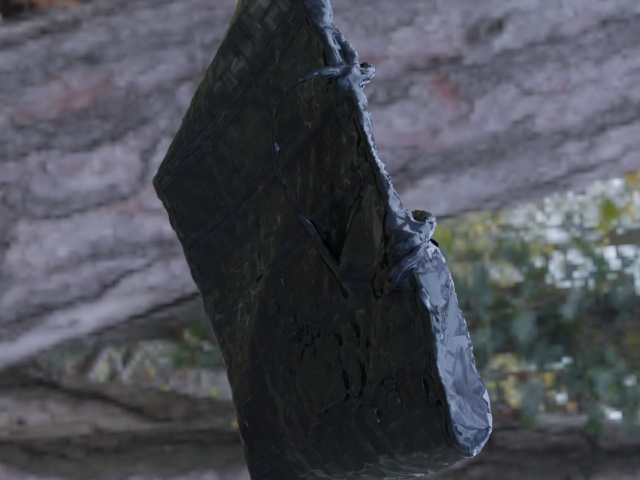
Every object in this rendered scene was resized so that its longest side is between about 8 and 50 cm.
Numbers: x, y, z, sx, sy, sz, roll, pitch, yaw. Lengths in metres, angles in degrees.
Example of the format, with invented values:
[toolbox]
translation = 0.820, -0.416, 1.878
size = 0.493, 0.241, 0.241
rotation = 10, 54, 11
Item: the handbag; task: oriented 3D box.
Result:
[handbag]
translation = 0.000, 0.000, 0.704
size = 0.270, 0.089, 0.175
rotation = 70, -26, 21
